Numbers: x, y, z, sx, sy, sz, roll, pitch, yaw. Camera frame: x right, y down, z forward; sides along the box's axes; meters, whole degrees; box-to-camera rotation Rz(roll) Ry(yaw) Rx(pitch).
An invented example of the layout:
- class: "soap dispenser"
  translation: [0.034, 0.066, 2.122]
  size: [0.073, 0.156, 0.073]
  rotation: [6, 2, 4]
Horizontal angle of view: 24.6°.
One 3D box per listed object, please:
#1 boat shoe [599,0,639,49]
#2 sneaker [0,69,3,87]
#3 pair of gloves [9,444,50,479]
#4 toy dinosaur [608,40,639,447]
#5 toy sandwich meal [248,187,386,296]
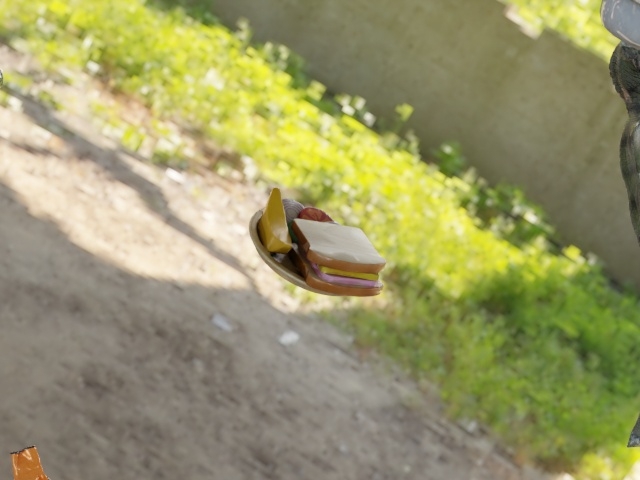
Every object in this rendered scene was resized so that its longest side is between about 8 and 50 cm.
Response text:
- class: "boat shoe"
  translation: [0.221, -0.029, 0.351]
  size: [0.320, 0.103, 0.118]
  rotation: [23, 26, -17]
- class: "sneaker"
  translation: [-0.273, -0.113, 0.756]
  size: [0.211, 0.081, 0.080]
  rotation: [34, 8, -6]
- class: "pair of gloves"
  translation: [-0.209, 0.179, 0.961]
  size: [0.083, 0.074, 0.010]
  rotation: [-15, 0, -39]
- class: "toy dinosaur"
  translation: [0.235, -0.012, 0.885]
  size: [0.118, 0.268, 0.064]
  rotation: [-1, -6, -1]
- class: "toy sandwich meal"
  translation: [0.000, 0.000, 0.801]
  size: [0.085, 0.029, 0.086]
  rotation: [20, 30, -12]
